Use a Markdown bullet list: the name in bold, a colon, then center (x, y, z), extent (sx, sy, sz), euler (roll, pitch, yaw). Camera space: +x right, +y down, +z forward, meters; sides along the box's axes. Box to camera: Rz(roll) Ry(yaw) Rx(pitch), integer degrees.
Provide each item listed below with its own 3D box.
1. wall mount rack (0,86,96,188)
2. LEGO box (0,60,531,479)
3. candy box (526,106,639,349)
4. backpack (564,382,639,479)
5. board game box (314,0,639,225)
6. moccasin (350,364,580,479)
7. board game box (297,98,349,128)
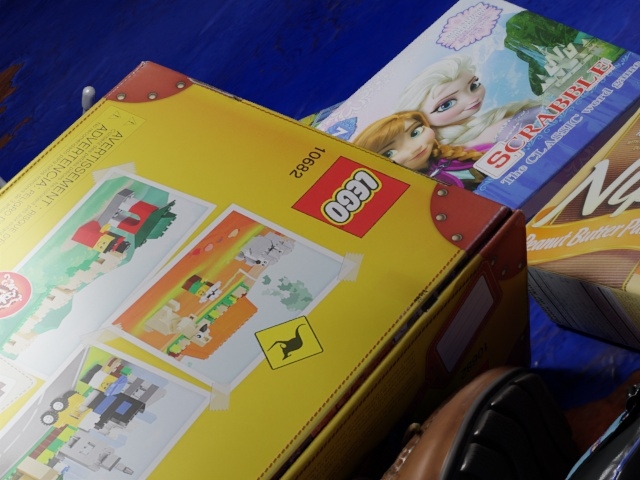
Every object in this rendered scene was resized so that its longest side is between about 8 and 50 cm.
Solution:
- **wall mount rack**: center (-0.415, -0.061, 2.643), extent (0.304, 0.130, 0.350), euler (-17, 32, 44)
- **LEGO box**: center (-0.130, 0.126, 1.464), extent (0.372, 0.193, 0.500), euler (24, 53, 29)
- **candy box**: center (0.291, -0.003, 1.465), extent (0.183, 0.087, 0.316), euler (-45, 22, -13)
- **backpack**: center (0.189, 0.195, 1.205), extent (0.158, 0.117, 0.173), euler (-53, -8, -30)
- **board game box**: center (0.128, -0.079, 1.807), extent (0.318, 0.066, 0.318), euler (-42, 34, -11)
- **moccasin**: center (0.067, 0.218, 1.320), extent (0.147, 0.139, 0.380), euler (-20, 26, 39)
- **board game box**: center (-0.004, -0.095, 2.149), extent (0.201, 0.035, 0.136), euler (-20, 29, 40)
